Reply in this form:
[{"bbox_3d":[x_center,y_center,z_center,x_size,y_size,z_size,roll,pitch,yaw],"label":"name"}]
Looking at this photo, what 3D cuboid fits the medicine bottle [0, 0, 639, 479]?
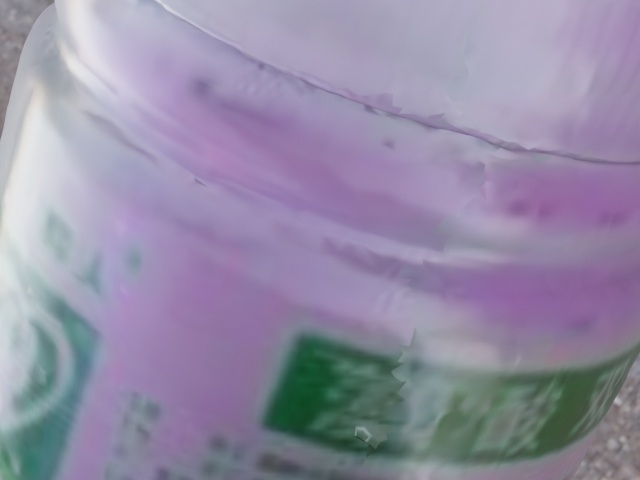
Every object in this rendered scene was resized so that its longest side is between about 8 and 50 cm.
[{"bbox_3d":[0.000,0.000,0.441,0.212,0.212,0.325,32,117,23],"label":"medicine bottle"}]
